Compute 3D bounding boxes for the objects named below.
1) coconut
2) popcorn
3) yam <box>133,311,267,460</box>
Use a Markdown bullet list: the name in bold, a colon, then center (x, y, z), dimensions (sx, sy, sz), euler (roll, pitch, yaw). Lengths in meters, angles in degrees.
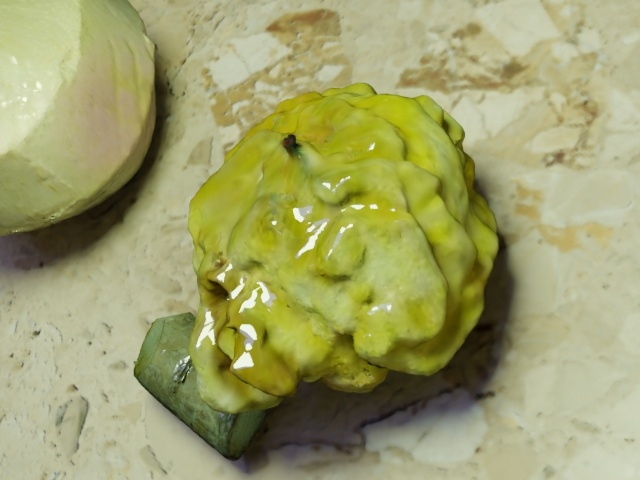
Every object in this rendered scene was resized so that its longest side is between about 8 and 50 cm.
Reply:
- **coconut**: center (-0.267, -0.133, 1.170), dimensions (0.259, 0.259, 0.259), euler (-15, 58, 25)
- **popcorn**: center (0.000, 0.000, 0.968), dimensions (0.233, 0.192, 0.266), euler (6, 51, 40)
- **yam**: center (-0.092, 0.102, 1.049), dimensions (0.146, 0.070, 0.070), euler (35, 86, 38)
